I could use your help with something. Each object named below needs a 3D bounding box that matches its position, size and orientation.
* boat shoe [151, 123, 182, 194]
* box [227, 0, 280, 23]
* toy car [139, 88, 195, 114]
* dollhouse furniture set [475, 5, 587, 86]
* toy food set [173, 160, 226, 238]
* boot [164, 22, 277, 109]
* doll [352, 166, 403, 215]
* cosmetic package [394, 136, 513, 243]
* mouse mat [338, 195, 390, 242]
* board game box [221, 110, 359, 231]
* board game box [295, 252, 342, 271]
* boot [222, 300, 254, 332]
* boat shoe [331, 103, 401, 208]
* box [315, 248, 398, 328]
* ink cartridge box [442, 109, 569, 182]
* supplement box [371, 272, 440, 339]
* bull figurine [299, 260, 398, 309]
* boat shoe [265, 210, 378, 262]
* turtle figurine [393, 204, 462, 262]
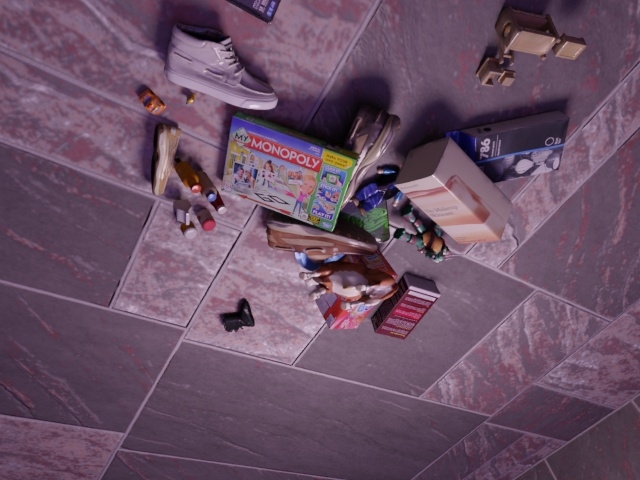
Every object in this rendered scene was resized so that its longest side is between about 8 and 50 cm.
[{"bbox_3d":[-0.382,-0.195,1.133,0.072,0.068,0.190,-1,131,-30],"label":"boat shoe"},{"bbox_3d":[-0.128,-0.554,0.889,0.147,0.078,0.180,21,121,-23],"label":"box"},{"bbox_3d":[-0.356,-0.329,1.045,0.121,0.041,0.060,-19,128,5],"label":"toy car"},{"bbox_3d":[0.497,-0.456,1.095,0.181,0.101,0.161,4,151,-14],"label":"dollhouse furniture set"},{"bbox_3d":[-0.314,-0.085,1.180,0.111,0.104,0.232,-12,135,-30],"label":"toy food set"},{"bbox_3d":[-0.206,-0.383,0.995,0.258,0.095,0.123,12,131,-17],"label":"boot"},{"bbox_3d":[0.185,-0.144,1.284,0.189,0.046,0.129,-32,117,7],"label":"doll"},{"bbox_3d":[0.364,-0.125,1.226,0.296,0.129,0.153,37,158,-24],"label":"cosmetic package"},{"bbox_3d":[0.110,-0.051,1.340,0.189,0.007,0.153,-12,112,-5],"label":"mouse mat"},{"bbox_3d":[-0.085,-0.170,1.141,0.317,0.046,0.214,20,125,4],"label":"board game box"},{"bbox_3d":[0.001,0.018,1.386,0.168,0.033,0.133,-36,121,10],"label":"board game box"},{"bbox_3d":[-0.279,0.256,1.512,0.099,0.045,0.121,-8,129,0],"label":"boot"},{"bbox_3d":[0.066,-0.205,1.185,0.130,0.132,0.355,35,122,-3],"label":"boat shoe"},{"bbox_3d":[0.108,0.152,1.432,0.122,0.128,0.257,8,127,-38],"label":"box"},{"bbox_3d":[0.506,-0.245,1.256,0.332,0.065,0.166,-12,129,0],"label":"ink cartridge box"},{"bbox_3d":[0.294,0.235,1.580,0.130,0.073,0.240,18,121,-22],"label":"supplement box"},{"bbox_3d":[0.057,0.115,1.263,0.310,0.188,0.101,3,103,35],"label":"bull figurine"},{"bbox_3d":[0.000,0.000,1.289,0.324,0.123,0.117,14,116,4],"label":"boat shoe"},{"bbox_3d":[0.336,-0.001,1.364,0.234,0.175,0.118,28,142,-17],"label":"turtle figurine"}]
